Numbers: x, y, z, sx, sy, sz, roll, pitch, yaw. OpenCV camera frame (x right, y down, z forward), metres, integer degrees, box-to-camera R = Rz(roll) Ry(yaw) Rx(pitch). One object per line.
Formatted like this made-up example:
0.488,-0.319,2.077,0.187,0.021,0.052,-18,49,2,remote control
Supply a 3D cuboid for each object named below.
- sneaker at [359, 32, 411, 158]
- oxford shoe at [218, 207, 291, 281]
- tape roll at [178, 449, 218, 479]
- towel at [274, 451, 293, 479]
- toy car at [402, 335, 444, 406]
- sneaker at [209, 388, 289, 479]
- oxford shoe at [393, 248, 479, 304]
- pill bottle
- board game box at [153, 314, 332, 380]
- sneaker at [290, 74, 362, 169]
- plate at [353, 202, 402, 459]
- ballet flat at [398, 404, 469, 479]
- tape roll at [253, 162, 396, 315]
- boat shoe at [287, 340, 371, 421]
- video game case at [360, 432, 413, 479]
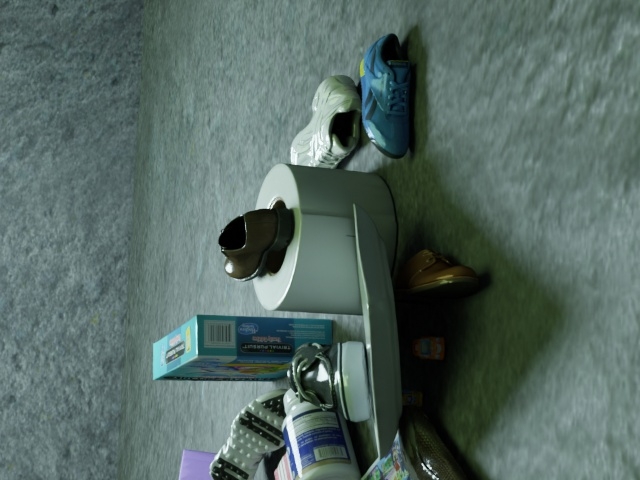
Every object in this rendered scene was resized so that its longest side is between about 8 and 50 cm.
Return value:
0.110,-0.231,1.575,0.082,0.069,0.209,135,136,-53,sneaker
-0.128,0.003,1.631,0.227,0.096,0.083,128,139,-57,oxford shoe
-0.291,0.621,2.285,0.275,0.090,0.275,-172,90,-84,tape roll
-0.034,0.442,1.858,0.197,0.029,0.144,118,149,-41,towel
0.145,0.190,1.437,0.060,0.040,0.122,-146,63,-65,toy car
-0.123,0.379,1.995,0.292,0.110,0.118,-53,-1,35,sneaker
0.156,0.046,1.398,0.212,0.076,0.076,165,112,-69,oxford shoe
-0.005,0.337,1.686,0.187,0.112,0.112,-106,30,-43,pill bottle
-0.157,0.212,1.904,0.336,0.253,0.079,146,125,-63,board game box
0.014,-0.171,1.780,0.115,0.090,0.232,-118,38,-48,sneaker
0.085,0.126,1.454,0.278,0.045,0.277,-93,-2,-59,plate
0.161,0.306,1.368,0.250,0.058,0.084,-125,33,-65,ballet flat
0.000,0.000,1.666,0.246,0.169,0.246,-175,90,-68,tape roll
0.009,0.219,1.556,0.335,0.119,0.121,132,134,-84,boat shoe
0.110,0.415,1.506,0.201,0.023,0.183,117,149,-46,video game case
